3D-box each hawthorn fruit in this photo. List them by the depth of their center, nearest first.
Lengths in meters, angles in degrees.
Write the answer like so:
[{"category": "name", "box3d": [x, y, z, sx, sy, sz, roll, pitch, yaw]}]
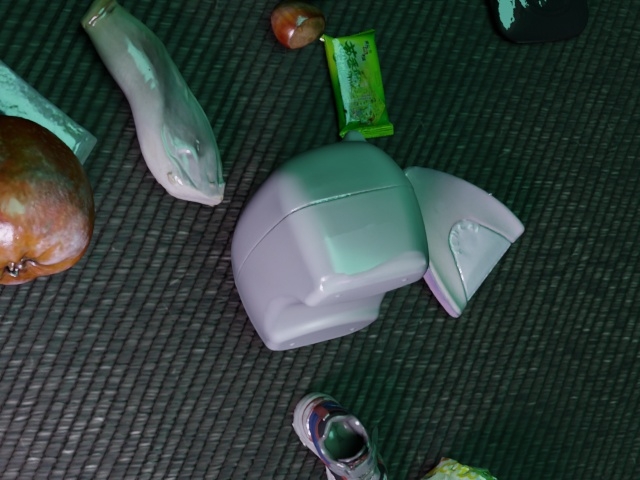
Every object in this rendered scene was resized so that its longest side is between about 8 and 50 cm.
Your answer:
[{"category": "hawthorn fruit", "box3d": [-0.410, -0.057, 1.627, 0.235, 0.231, 0.263, 22, 82, -32]}]

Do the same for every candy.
[{"category": "candy", "box3d": [0.061, -0.253, 1.962, 0.102, 0.032, 0.178, -10, 90, -25]}]

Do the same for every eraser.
[{"category": "eraser", "box3d": [0.204, -0.028, 1.994, 0.243, 0.059, 0.204, 47, 70, -18]}]

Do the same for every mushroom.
[{"category": "mushroom", "box3d": [-0.243, -0.205, 1.792, 0.109, 0.097, 0.351, -28, 93, -26]}]

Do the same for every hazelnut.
[{"category": "hazelnut", "box3d": [-0.039, -0.342, 1.905, 0.086, 0.086, 0.086, 2, 85, -24]}]

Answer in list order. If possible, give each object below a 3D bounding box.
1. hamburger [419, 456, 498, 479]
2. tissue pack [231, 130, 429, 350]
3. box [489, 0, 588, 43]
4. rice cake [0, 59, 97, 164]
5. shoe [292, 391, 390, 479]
[{"category": "hamburger", "box3d": [0.228, 0.476, 1.928, 0.214, 0.125, 0.235, -40, 88, -11]}, {"category": "tissue pack", "box3d": [0.000, 0.000, 1.755, 0.229, 0.333, 0.236, -13, 72, -24]}, {"category": "box", "box3d": [0.373, -0.450, 2.113, 0.201, 0.042, 0.212, -12, 92, -26]}, {"category": "rice cake", "box3d": [-0.471, -0.231, 1.707, 0.365, 0.056, 0.073, 41, 77, -16]}, {"category": "shoe", "box3d": [0.055, 0.331, 1.866, 0.099, 0.125, 0.227, -40, 101, -24]}]
